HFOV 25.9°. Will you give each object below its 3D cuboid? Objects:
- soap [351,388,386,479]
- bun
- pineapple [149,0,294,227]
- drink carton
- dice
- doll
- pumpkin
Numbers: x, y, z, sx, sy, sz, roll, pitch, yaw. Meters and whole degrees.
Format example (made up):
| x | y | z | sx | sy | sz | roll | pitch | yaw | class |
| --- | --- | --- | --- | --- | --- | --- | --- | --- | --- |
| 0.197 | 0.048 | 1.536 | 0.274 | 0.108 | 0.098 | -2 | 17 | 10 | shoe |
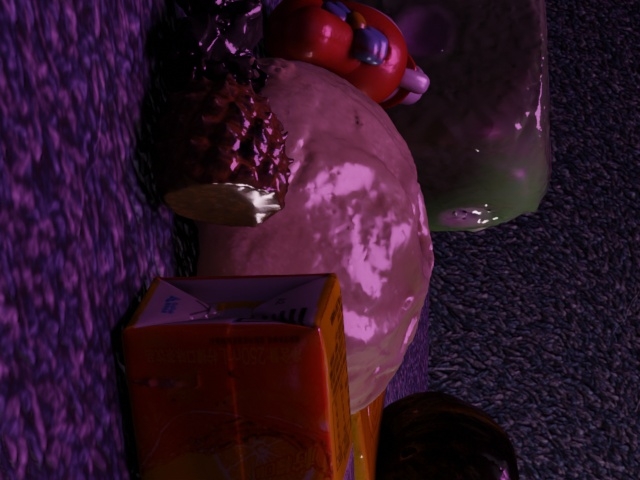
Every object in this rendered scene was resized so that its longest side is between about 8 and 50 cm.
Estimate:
| x | y | z | sx | sy | sz | roll | pitch | yaw | class |
| --- | --- | --- | --- | --- | --- | --- | --- | --- | --- |
| 0.025 | 0.171 | 1.753 | 0.324 | 0.096 | 0.204 | -78 | 164 | -56 | soap |
| 0.003 | -0.001 | 1.311 | 0.364 | 0.202 | 0.364 | -4 | 90 | -81 | bun |
| -0.082 | -0.130 | 1.120 | 0.119 | 0.111 | 0.237 | 132 | -40 | -57 | pineapple |
| -0.052 | 0.207 | 1.070 | 0.111 | 0.155 | 0.351 | -67 | 154 | -68 | drink carton |
| 0.154 | -0.205 | 1.908 | 0.330 | 0.318 | 0.322 | 69 | 22 | -65 | dice |
| 0.024 | -0.212 | 1.595 | 0.290 | 0.161 | 0.130 | 16 | 92 | -60 | doll |
| 0.123 | 0.346 | 1.803 | 0.320 | 0.192 | 0.320 | -52 | -164 | 21 | pumpkin |
